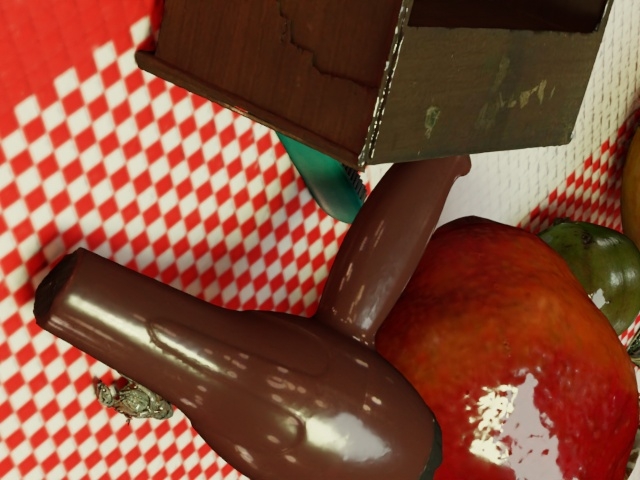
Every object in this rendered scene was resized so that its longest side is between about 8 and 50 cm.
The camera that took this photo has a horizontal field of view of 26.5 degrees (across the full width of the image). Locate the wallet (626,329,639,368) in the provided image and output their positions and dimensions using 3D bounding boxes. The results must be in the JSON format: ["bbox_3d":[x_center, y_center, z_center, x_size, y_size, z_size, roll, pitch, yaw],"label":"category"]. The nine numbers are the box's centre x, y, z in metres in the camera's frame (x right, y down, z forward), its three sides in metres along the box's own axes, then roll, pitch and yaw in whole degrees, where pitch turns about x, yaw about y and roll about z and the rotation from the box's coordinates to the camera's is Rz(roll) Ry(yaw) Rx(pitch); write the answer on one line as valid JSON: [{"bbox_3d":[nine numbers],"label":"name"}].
[{"bbox_3d":[0.471,0.135,1.834,0.110,0.039,0.155,-58,149,0],"label":"wallet"}]

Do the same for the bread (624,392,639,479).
[{"bbox_3d":[0.297,0.265,1.623,0.224,0.142,0.212,-64,162,6],"label":"bread"}]

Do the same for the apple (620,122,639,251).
[{"bbox_3d":[0.517,-0.062,1.423,0.400,0.400,0.333,-19,120,-46],"label":"apple"}]

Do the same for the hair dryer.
[{"bbox_3d":[0.000,0.000,0.965,0.312,0.123,0.340,35,72,-25],"label":"hair dryer"}]

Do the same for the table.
[{"bbox_3d":[0.061,-0.216,0.857,0.251,0.196,0.282,-11,122,-49],"label":"table"}]

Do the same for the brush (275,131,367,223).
[{"bbox_3d":[-0.003,-0.072,1.023,0.032,0.043,0.193,-67,150,-25],"label":"brush"}]

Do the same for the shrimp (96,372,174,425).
[{"bbox_3d":[-0.139,0.114,0.998,0.038,0.029,0.092,-44,140,-9],"label":"shrimp"}]

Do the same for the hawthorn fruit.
[{"bbox_3d":[0.146,0.145,1.163,0.307,0.265,0.265,40,80,-20],"label":"hawthorn fruit"}]

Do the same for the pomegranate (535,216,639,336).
[{"bbox_3d":[0.246,0.068,1.400,0.152,0.131,0.191,-5,133,-47],"label":"pomegranate"}]
